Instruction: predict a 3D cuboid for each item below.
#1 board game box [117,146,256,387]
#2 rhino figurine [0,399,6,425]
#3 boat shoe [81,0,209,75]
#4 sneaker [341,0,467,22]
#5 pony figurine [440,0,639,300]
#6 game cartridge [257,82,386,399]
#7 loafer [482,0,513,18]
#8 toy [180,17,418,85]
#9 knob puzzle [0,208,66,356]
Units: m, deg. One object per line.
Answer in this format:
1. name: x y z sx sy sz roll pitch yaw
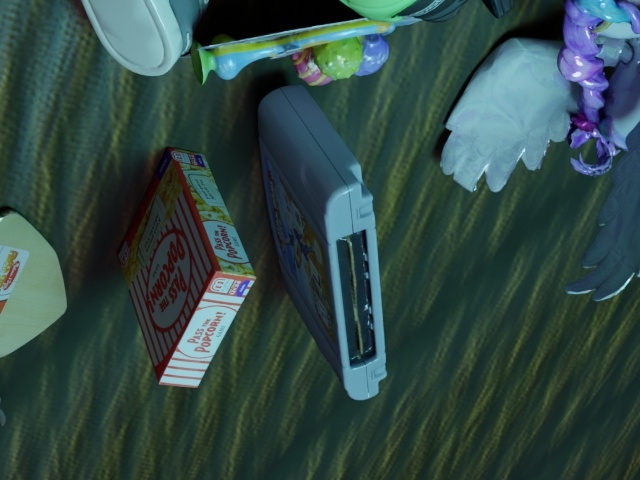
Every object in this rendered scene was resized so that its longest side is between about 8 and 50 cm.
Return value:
1. board game box: -0.136 0.024 1.269 0.045 0.193 0.147 10 124 -31
2. rhino figurine: -0.434 0.162 1.344 0.243 0.073 0.106 24 124 -41
3. boat shoe: -0.165 -0.293 1.063 0.099 0.116 0.319 -52 142 -38
4. sneaker: 0.173 -0.386 1.057 0.483 0.185 0.202 -50 154 11
5. pony figurine: 0.316 -0.152 1.292 0.363 0.303 0.351 -3 122 -39
6. game cartridge: 0.000 0.000 1.304 0.062 0.198 0.297 -23 136 -16
7. loafer: 0.167 -0.286 1.222 0.061 0.062 0.170 -27 137 -7
8. toy: -0.002 -0.172 1.194 0.237 0.137 0.056 -8 96 -15
9. knob puzzle: -0.348 0.048 1.304 0.213 0.030 0.213 -17 128 -23
